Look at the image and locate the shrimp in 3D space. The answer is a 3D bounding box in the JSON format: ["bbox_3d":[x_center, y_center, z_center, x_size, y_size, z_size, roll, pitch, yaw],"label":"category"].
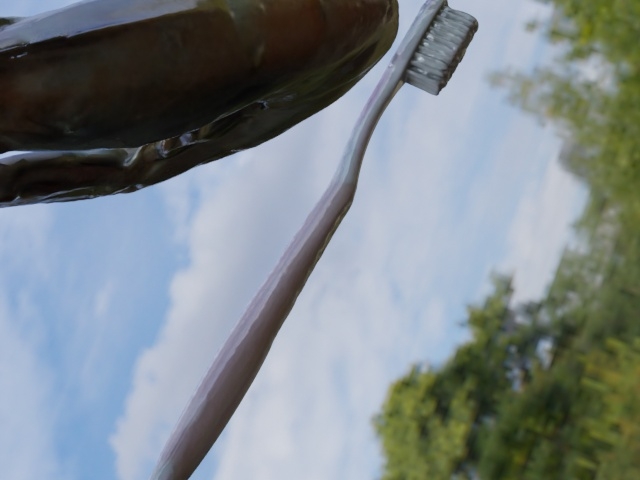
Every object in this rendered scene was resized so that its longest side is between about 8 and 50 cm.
[{"bbox_3d":[-0.074,-0.041,0.556,0.251,0.052,0.143,-9,-22,-43],"label":"shrimp"}]

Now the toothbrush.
[{"bbox_3d":[0.000,0.000,0.747,0.307,0.029,0.025,-59,-14,-28],"label":"toothbrush"}]
